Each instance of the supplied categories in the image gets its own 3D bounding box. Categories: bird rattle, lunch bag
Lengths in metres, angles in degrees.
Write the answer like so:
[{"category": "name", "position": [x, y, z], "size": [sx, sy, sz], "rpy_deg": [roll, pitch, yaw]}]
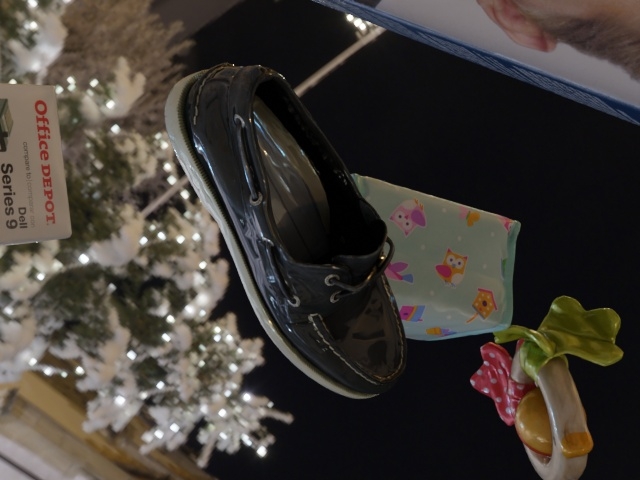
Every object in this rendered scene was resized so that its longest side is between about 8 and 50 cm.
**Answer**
[{"category": "bird rattle", "position": [0.250, 0.185, 1.056], "size": [0.143, 0.253, 0.206], "rpy_deg": [-2, -122, -12]}, {"category": "lunch bag", "position": [0.066, 0.029, 1.045], "size": [0.262, 0.224, 0.160], "rpy_deg": [162, -61, -65]}]

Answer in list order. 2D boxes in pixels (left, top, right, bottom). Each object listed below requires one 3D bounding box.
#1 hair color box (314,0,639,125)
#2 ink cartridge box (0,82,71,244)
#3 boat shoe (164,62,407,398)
[{"category": "hair color box", "position": [0.106, -0.180, 0.474], "size": [0.347, 0.105, 0.173], "rpy_deg": [30, -77, 33]}, {"category": "ink cartridge box", "position": [-0.474, -0.091, 1.123], "size": [0.122, 0.289, 0.211], "rpy_deg": [-4, -88, 44]}, {"category": "boat shoe", "position": [0.002, -0.003, 0.768], "size": [0.113, 0.340, 0.127], "rpy_deg": [-11, -158, 45]}]
